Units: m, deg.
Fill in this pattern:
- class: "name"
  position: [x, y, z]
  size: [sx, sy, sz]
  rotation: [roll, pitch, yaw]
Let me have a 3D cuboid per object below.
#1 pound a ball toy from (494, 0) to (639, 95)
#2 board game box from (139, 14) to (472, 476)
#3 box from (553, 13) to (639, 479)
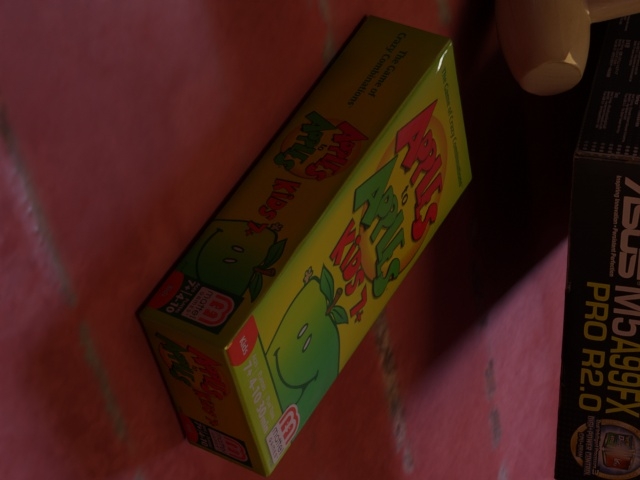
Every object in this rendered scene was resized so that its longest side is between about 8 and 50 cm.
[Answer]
- class: "pound a ball toy"
  position: [0.201, -0.215, 0.810]
  size: [0.208, 0.319, 0.136]
  rotation: [55, 16, -59]
- class: "board game box"
  position: [0.000, 0.000, 0.779]
  size: [0.181, 0.043, 0.092]
  rotation: [-54, 149, -29]
- class: "box"
  position: [0.179, -0.032, 0.991]
  size: [0.270, 0.060, 0.216]
  rotation: [-67, 161, -50]
